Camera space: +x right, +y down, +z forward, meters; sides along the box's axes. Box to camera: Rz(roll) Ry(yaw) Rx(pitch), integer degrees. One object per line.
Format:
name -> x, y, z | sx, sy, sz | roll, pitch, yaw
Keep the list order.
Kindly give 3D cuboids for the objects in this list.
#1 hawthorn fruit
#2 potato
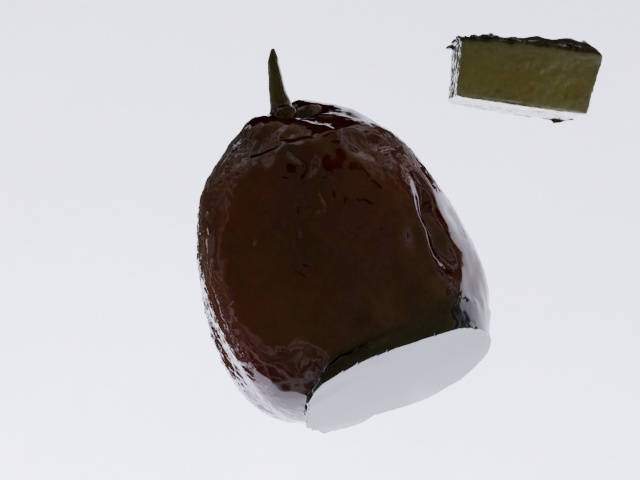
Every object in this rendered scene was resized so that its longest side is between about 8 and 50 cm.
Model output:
hawthorn fruit -> 0.000, 0.000, 1.034 | 0.189, 0.189, 0.251 | -24, -86, -1
potato -> 0.165, -0.136, 1.334 | 0.122, 0.086, 0.061 | 6, -93, -1
